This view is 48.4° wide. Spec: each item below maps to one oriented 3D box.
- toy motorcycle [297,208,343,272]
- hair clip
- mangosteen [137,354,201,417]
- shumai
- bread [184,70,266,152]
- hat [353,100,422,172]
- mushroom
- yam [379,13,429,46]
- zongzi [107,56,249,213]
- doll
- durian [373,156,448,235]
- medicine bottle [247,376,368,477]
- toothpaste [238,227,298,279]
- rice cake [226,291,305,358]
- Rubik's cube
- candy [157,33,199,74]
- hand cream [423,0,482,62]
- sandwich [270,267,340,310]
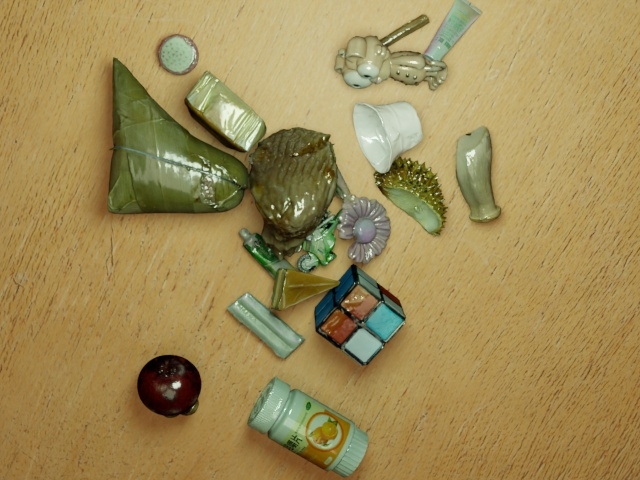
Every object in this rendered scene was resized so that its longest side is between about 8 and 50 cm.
[{"bbox_3d":[0.000,0.000,1.911,0.106,0.074,0.190,9,103,-12],"label":"toy motorcycle"},{"bbox_3d":[0.083,-0.088,1.865,0.173,0.069,0.300,-34,96,-29],"label":"hair clip"},{"bbox_3d":[-0.413,0.413,1.968,0.200,0.200,0.199,0,103,0],"label":"mangosteen"},{"bbox_3d":[-0.056,-0.098,1.801,0.217,0.346,0.283,-7,132,2],"label":"shumai"},{"bbox_3d":[-0.241,-0.308,1.772,0.210,0.192,0.109,42,89,-11],"label":"bread"},{"bbox_3d":[0.179,-0.280,1.803,0.126,0.203,0.203,-25,103,-17],"label":"hat"},{"bbox_3d":[0.405,-0.168,1.856,0.096,0.108,0.246,-1,105,42],"label":"mushroom"},{"bbox_3d":[0.206,-0.526,1.801,0.145,0.032,0.032,-30,102,8],"label":"yam"},{"bbox_3d":[-0.356,-0.257,1.804,0.356,0.174,0.392,2,97,-5],"label":"zongzi"},{"bbox_3d":[0.176,-0.433,1.764,0.278,0.154,0.119,8,80,-3],"label":"doll"},{"bbox_3d":[0.249,-0.116,1.868,0.252,0.144,0.139,32,123,-12],"label":"durian"},{"bbox_3d":[-0.031,0.527,1.991,0.318,0.158,0.158,31,102,-7],"label":"medicine bottle"},{"bbox_3d":[-0.129,0.059,1.937,0.078,0.047,0.248,-45,101,-5],"label":"toothpaste"},{"bbox_3d":[-0.152,0.234,1.980,0.226,0.040,0.085,42,101,-9],"label":"rice cake"},{"bbox_3d":[0.102,0.199,1.906,0.180,0.167,0.183,36,102,-9],"label":"Rubik's cube"},{"bbox_3d":[-0.361,-0.472,1.810,0.103,0.043,0.103,0,102,-2],"label":"candy"},{"bbox_3d":[0.330,-0.528,1.799,0.076,0.047,0.174,35,93,-7],"label":"hand cream"},{"bbox_3d":[-0.041,0.145,1.906,0.163,0.079,0.113,14,85,-22],"label":"sandwich"}]
